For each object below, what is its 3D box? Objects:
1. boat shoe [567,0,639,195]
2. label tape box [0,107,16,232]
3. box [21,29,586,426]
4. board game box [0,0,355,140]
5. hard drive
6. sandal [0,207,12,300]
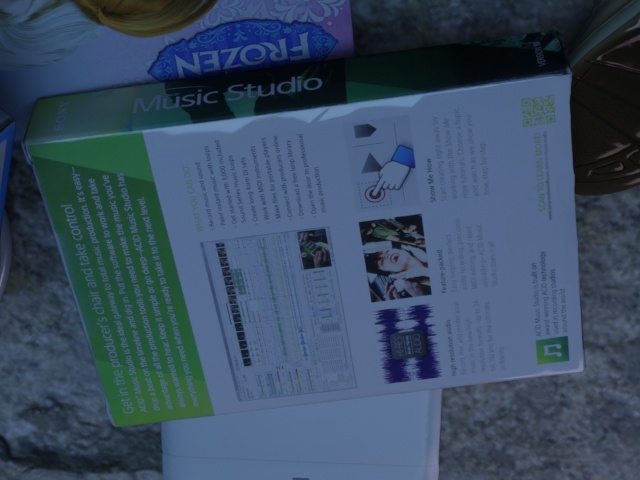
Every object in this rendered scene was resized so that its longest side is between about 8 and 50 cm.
[{"bbox_3d":[0.228,-0.151,0.878,0.109,0.098,0.302,23,128,-15],"label":"boat shoe"},{"bbox_3d":[-0.346,-0.059,0.841,0.333,0.106,0.241,33,142,8],"label":"label tape box"},{"bbox_3d":[0.000,0.000,0.906,0.322,0.058,0.232,-7,126,3],"label":"box"},{"bbox_3d":[-0.147,-0.201,0.811,0.318,0.066,0.318,-9,135,-1],"label":"board game box"},{"bbox_3d":[-0.012,0.037,1.003,0.203,0.040,0.308,2,114,2],"label":"hard drive"},{"bbox_3d":[-0.377,0.095,1.015,0.416,0.102,0.169,-40,107,17],"label":"sandal"}]
